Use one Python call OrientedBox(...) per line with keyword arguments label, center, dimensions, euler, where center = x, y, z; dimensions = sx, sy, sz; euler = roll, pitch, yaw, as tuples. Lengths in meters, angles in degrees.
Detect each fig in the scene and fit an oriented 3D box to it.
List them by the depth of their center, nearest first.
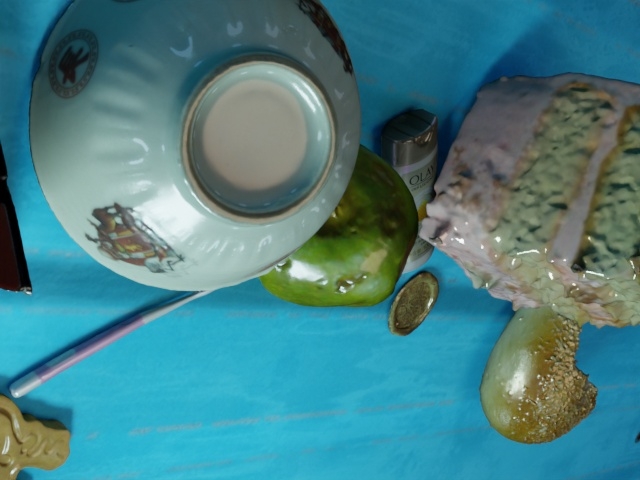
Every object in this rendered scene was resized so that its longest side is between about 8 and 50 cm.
OrientedBox(label="fig", center=(0.000, 0.000, 1.208), dimensions=(0.206, 0.206, 0.275), euler=(-42, 175, -16))

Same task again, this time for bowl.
OrientedBox(label="bowl", center=(-0.083, -0.098, 0.928), dimensions=(0.337, 0.157, 0.337), euler=(-6, 104, -24))

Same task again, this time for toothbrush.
OrientedBox(label="toothbrush", center=(-0.221, 0.098, 1.152), dimensions=(0.286, 0.020, 0.025), euler=(-30, 129, -30))

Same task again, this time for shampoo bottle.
OrientedBox(label="shampoo bottle", center=(0.119, -0.062, 1.367), dimensions=(0.086, 0.056, 0.227), euler=(-34, 139, -32))

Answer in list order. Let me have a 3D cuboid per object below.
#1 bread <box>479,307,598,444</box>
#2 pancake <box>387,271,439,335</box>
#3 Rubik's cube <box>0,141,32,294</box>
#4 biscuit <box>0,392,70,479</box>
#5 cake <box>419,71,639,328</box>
OrientedBox(label="bread", center=(0.378, 0.256, 1.809), dimensions=(0.192, 0.171, 0.314), euler=(-36, 139, -29))
OrientedBox(label="pancake", center=(0.140, 0.098, 1.555), dimensions=(0.115, 0.011, 0.115), euler=(-26, 133, -32))
OrientedBox(label="Rubik's cube", center=(-0.273, -0.045, 0.804), dimensions=(0.284, 0.234, 0.250), euler=(17, 104, -51))
OrientedBox(label="biscuit", center=(-0.367, 0.228, 1.086), dimensions=(0.144, 0.040, 0.236), euler=(-56, 146, -7))
OrientedBox(label="cake", center=(0.355, -0.046, 1.396), dimensions=(0.314, 0.307, 0.293), euler=(43, 64, -52))
